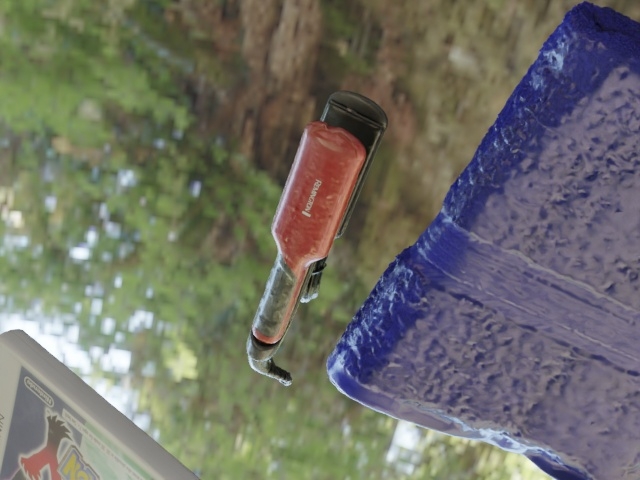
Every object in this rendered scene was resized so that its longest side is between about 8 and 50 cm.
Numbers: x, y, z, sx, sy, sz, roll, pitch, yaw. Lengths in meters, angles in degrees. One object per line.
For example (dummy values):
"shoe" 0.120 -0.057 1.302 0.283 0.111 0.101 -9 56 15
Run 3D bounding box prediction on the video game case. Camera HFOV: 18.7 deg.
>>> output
"video game case" -0.133 0.177 1.107 0.201 0.183 0.023 35 -146 31

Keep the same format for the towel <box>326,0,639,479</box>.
"towel" 0.170 0.012 1.196 0.227 0.308 0.076 23 -147 -15

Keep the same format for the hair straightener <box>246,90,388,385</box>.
"hair straightener" 0.000 0.000 1.217 0.047 0.230 0.089 22 -140 11
